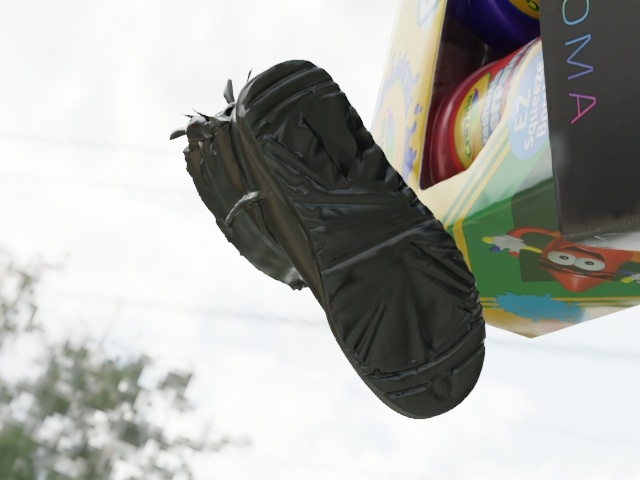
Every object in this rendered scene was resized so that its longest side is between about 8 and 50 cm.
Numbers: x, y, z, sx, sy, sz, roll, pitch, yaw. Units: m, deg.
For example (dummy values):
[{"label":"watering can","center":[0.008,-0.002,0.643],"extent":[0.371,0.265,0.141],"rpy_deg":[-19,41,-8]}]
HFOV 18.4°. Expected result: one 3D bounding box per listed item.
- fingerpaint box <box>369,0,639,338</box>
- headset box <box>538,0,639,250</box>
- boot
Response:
[{"label":"fingerpaint box","center":[0.186,-0.192,1.241],"extent":[0.163,0.445,0.371],"rpy_deg":[18,-16,-17]},{"label":"headset box","center":[0.192,-0.134,0.558],"extent":[0.131,0.246,0.283],"rpy_deg":[1,-8,-29]},{"label":"boot","center":[0.000,0.001,0.611],"extent":[0.121,0.045,0.099],"rpy_deg":[60,-16,-1]}]
